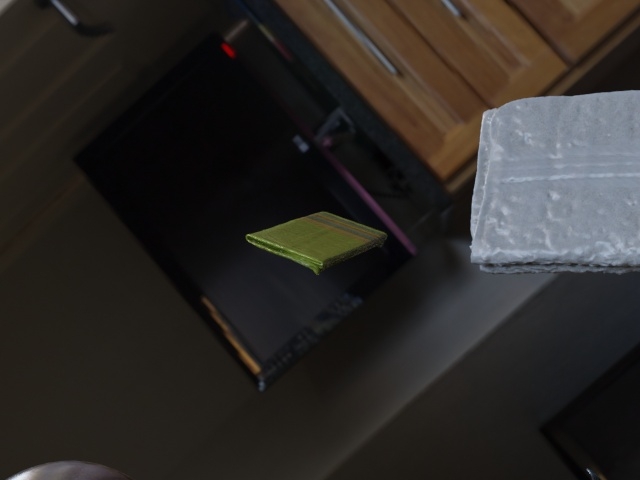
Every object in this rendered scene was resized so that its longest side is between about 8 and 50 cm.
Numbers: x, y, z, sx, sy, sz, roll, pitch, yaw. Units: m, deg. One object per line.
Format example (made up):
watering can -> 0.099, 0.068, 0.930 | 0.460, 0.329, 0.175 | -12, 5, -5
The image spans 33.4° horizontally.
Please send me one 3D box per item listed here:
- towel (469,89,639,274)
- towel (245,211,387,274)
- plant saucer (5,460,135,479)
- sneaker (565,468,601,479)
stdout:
towel -> 0.286, -0.056, 1.046 | 0.282, 0.187, 0.049 | 0, 161, 28
towel -> 0.000, 0.000, 1.310 | 0.102, 0.021, 0.237 | 19, -166, 18
plant saucer -> -0.159, 0.215, 0.632 | 0.168, 0.168, 0.029 | 49, 178, 20
sneaker -> 0.223, 0.246, 0.862 | 0.089, 0.051, 0.170 | 52, -159, 10
